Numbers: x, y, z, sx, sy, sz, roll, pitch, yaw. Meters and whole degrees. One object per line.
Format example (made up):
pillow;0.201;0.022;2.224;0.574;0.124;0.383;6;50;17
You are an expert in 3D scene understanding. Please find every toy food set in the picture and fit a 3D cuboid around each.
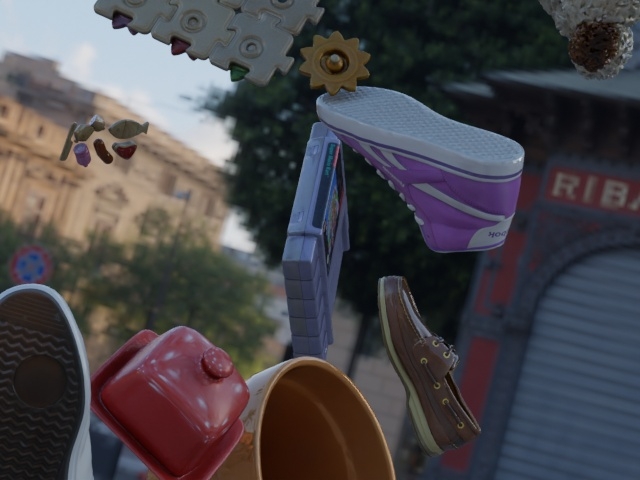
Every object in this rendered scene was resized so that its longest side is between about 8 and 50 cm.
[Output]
toy food set;-0.289;-0.130;1.888;0.122;0.078;0.019;2;30;-45

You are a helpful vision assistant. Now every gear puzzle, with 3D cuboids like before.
gear puzzle;-0.090;-0.268;1.736;0.339;0.175;0.044;25;-23;11

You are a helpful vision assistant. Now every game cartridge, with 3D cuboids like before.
game cartridge;0.000;0.000;2.233;0.068;0.355;0.230;4;-50;6

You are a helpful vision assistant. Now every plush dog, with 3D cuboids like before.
plush dog;0.363;-0.344;1.873;0.211;0.262;0.225;18;12;-13

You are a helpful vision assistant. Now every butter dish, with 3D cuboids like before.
butter dish;-0.133;0.151;1.450;0.160;0.118;0.160;45;32;-1

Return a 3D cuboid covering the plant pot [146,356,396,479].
plant pot;-0.067;0.302;1.684;0.204;0.290;0.291;-20;-26;30

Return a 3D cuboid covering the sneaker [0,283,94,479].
sneaker;-0.247;0.175;1.221;0.106;0.290;0.123;-1;8;-8

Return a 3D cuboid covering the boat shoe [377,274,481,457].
boat shoe;0.102;0.114;1.354;0.060;0.178;0.064;-19;-1;16

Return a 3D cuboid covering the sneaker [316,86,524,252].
sneaker;0.103;-0.074;1.689;0.282;0.161;0.102;29;41;34
